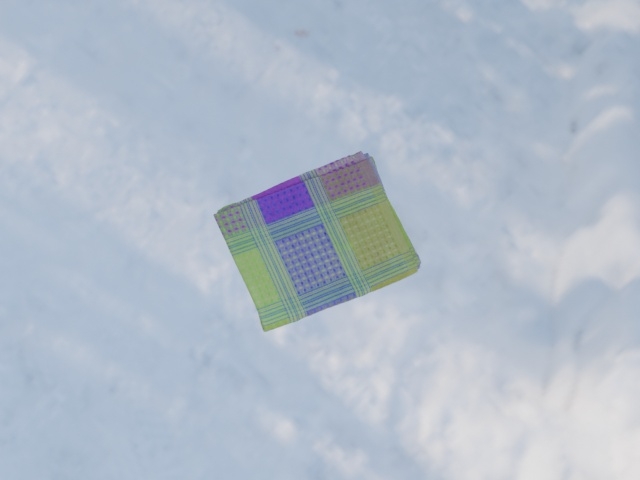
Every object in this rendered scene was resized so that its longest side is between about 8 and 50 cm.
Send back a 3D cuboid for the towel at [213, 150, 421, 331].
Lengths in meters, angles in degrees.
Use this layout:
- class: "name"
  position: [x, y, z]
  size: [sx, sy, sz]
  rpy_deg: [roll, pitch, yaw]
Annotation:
- class: "towel"
  position: [0.000, 0.000, 0.684]
  size: [0.083, 0.009, 0.060]
  rpy_deg: [-23, 84, -25]
